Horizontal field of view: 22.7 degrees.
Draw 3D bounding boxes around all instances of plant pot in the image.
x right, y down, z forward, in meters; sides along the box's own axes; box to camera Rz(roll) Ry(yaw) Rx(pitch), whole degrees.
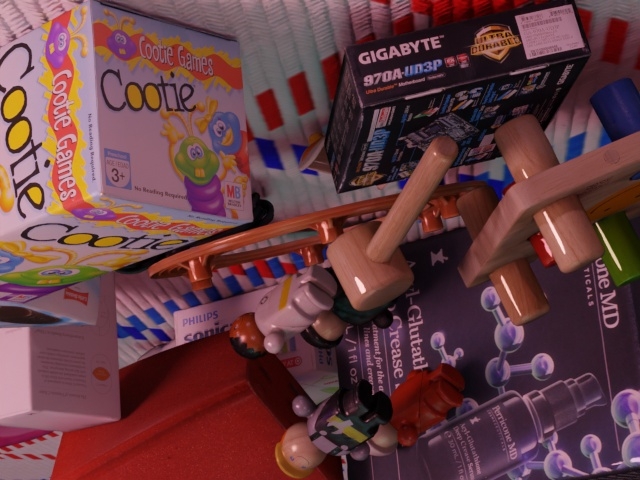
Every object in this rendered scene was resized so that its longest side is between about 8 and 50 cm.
[{"bbox_3d":[-0.119,0.255,1.799,0.235,0.267,0.267,-35,-163,10],"label":"plant pot"}]

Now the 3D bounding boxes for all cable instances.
[{"bbox_3d":[-0.128,-0.003,1.514,0.184,0.047,0.150,-16,172,-34],"label":"cable"}]

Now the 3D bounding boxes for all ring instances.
[{"bbox_3d":[0.000,0.000,1.527,0.336,0.032,0.336,-14,177,-1],"label":"ring"}]

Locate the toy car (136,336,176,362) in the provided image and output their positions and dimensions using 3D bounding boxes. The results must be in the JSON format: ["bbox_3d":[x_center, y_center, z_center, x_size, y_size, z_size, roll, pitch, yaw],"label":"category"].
[{"bbox_3d":[-0.153,0.192,2.172,0.136,0.159,0.182,-40,-173,-36],"label":"toy car"}]

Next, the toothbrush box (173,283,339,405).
[{"bbox_3d":[-0.019,0.144,2.031,0.206,0.122,0.283,-15,161,30],"label":"toothbrush box"}]

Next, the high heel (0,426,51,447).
[{"bbox_3d":[-0.513,0.215,2.087,0.377,0.127,0.181,0,175,-6],"label":"high heel"}]

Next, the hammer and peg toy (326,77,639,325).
[{"bbox_3d":[0.198,-0.025,1.282,0.361,0.127,0.266,-22,167,-11],"label":"hammer and peg toy"}]

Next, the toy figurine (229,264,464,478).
[{"bbox_3d":[0.020,0.130,1.659,0.148,0.213,0.209,-36,164,35],"label":"toy figurine"}]

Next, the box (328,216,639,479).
[{"bbox_3d":[0.229,0.138,1.765,0.395,0.294,0.212,-17,161,37],"label":"box"}]

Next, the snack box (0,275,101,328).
[{"bbox_3d":[-0.391,0.042,1.525,0.322,0.060,0.187,-4,164,36],"label":"snack box"}]

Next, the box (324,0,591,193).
[{"bbox_3d":[0.098,-0.106,1.231,0.175,0.051,0.220,-13,166,-7],"label":"box"}]

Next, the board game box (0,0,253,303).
[{"bbox_3d":[-0.198,-0.055,1.189,0.275,0.142,0.144,-19,160,41],"label":"board game box"}]

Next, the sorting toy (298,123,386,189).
[{"bbox_3d":[0.034,-0.086,1.360,0.083,0.045,0.075,13,147,-29],"label":"sorting toy"}]

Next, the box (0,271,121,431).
[{"bbox_3d":[-0.296,0.114,1.725,0.091,0.170,0.130,-16,160,37],"label":"box"}]
